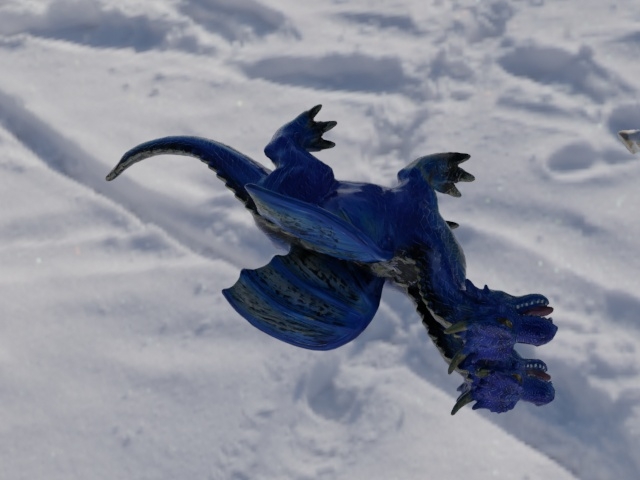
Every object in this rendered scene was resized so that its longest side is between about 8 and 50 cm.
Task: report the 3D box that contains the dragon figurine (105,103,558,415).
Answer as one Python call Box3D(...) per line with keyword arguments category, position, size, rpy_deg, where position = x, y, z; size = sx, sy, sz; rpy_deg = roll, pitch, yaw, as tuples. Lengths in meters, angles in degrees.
Box3D(category="dragon figurine", position=(0.000, 0.000, 0.649), size=(0.289, 0.085, 0.144), rpy_deg=(19, 34, 6))

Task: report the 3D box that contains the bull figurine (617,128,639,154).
Box3D(category="bull figurine", position=(0.368, -0.083, 0.957), size=(0.188, 0.101, 0.310), rpy_deg=(-38, 41, 4))
